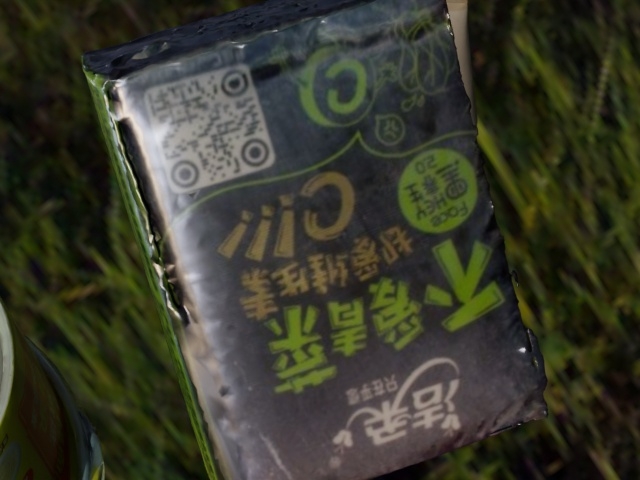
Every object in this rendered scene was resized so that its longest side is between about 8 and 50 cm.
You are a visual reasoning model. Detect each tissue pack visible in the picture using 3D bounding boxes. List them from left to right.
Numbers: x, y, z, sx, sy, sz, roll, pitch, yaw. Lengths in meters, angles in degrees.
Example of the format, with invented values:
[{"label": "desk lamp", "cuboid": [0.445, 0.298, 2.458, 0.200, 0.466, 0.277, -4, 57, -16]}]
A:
[{"label": "tissue pack", "cuboid": [0.000, 0.000, 0.886, 0.173, 0.236, 0.073, -18, 18, -6]}]

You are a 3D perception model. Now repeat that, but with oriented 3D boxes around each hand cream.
[{"label": "hand cream", "cuboid": [0.095, -0.144, 1.540, 0.087, 0.186, 0.054, 6, 55, 19]}]

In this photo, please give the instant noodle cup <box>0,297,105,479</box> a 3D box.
[{"label": "instant noodle cup", "cuboid": [-0.309, 0.130, 1.248, 0.311, 0.311, 0.221, -45, -15, -21]}]
